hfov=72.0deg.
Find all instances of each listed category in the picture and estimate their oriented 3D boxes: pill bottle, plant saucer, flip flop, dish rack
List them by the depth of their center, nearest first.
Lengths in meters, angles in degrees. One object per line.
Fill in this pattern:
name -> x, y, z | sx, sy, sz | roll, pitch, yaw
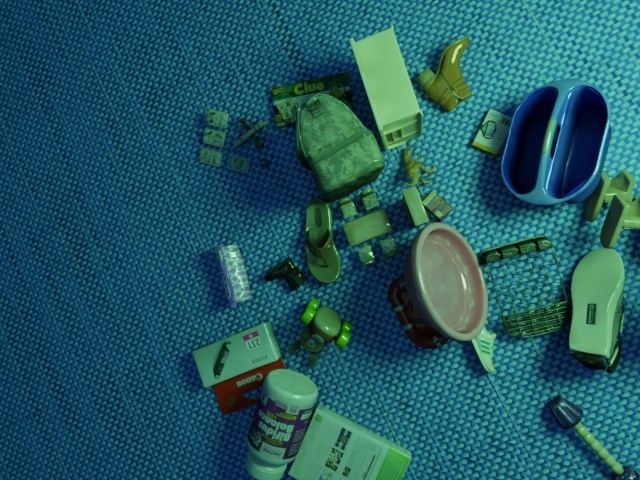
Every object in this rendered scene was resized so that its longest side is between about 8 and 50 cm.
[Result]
plant saucer -> 0.345, 0.117, 1.234 | 0.084, 0.332, 0.333 | -23, 83, 45
dish rack -> 0.599, 0.136, 1.280 | 0.208, 0.074, 0.272 | -16, 87, 11
pill bottle -> -0.128, 0.566, 1.348 | 0.169, 0.169, 0.302 | 19, 98, 11
flip flop -> 0.000, 0.000, 1.393 | 0.112, 0.080, 0.278 | -5, 87, 11

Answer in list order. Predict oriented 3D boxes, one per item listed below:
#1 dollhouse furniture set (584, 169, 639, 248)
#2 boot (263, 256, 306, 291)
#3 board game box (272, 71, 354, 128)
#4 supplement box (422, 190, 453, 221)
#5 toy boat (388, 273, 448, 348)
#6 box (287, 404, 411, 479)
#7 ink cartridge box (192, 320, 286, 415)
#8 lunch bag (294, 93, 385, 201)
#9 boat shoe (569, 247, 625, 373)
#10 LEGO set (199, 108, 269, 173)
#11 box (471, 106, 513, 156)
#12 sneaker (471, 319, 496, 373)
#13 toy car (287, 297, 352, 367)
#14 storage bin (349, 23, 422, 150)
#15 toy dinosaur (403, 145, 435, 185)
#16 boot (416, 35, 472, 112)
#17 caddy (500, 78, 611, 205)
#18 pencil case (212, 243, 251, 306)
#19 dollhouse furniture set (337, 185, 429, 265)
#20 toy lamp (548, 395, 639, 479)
dollhouse furniture set -> 0.916, 0.023, 1.110 | 0.361, 0.394, 0.257 | 3, 126, 10
boot -> -0.112, 0.122, 1.431 | 0.121, 0.045, 0.099 | -38, 85, 7
board game box -> -0.026, -0.458, 1.442 | 0.259, 0.030, 0.136 | -9, 84, 10
supplement box -> 0.356, -0.104, 1.347 | 0.083, 0.043, 0.055 | 45, 96, 10
toy boat -> 0.297, 0.206, 1.292 | 0.150, 0.151, 0.231 | -27, 83, 9
box -> 0.088, 0.690, 1.365 | 0.321, 0.058, 0.233 | 24, 93, 12
ink cartridge box -> -0.254, 0.425, 1.439 | 0.274, 0.060, 0.239 | -23, 83, 9
lunch bag -> 0.042, -0.270, 1.288 | 0.212, 0.305, 0.256 | -26, 87, 6
boat shoe -> 0.777, 0.201, 1.229 | 0.127, 0.158, 0.341 | 4, 62, 46
LEGO set -> -0.277, -0.328, 1.489 | 0.244, 0.060, 0.183 | 16, 103, 12
box -> 0.524, -0.332, 1.332 | 0.081, 0.028, 0.136 | 27, 91, 11
sneaker -> 0.492, 0.309, 1.299 | 0.075, 0.057, 0.162 | -25, 81, 15
toy car -> -0.019, 0.304, 1.365 | 0.155, 0.149, 0.188 | 35, 106, 0
storage bin -> 0.196, -0.428, 1.279 | 0.123, 0.260, 0.263 | -19, 84, 11
toy dinosaur -> 0.285, -0.201, 1.328 | 0.112, 0.212, 0.064 | 11, 133, -8
boot -> 0.412, -0.501, 1.339 | 0.197, 0.073, 0.152 | -43, 80, 19
caddy -> 0.634, -0.254, 1.189 | 0.241, 0.179, 0.342 | 14, 91, 41
pencil case -> -0.287, 0.108, 1.441 | 0.086, 0.088, 0.206 | -19, 85, 12
dollhouse furniture set -> 0.187, -0.058, 1.318 | 0.241, 0.161, 0.212 | -21, 84, 9
toy lamp -> 0.756, 0.556, 1.231 | 0.080, 0.080, 0.275 | -43, 84, 7
